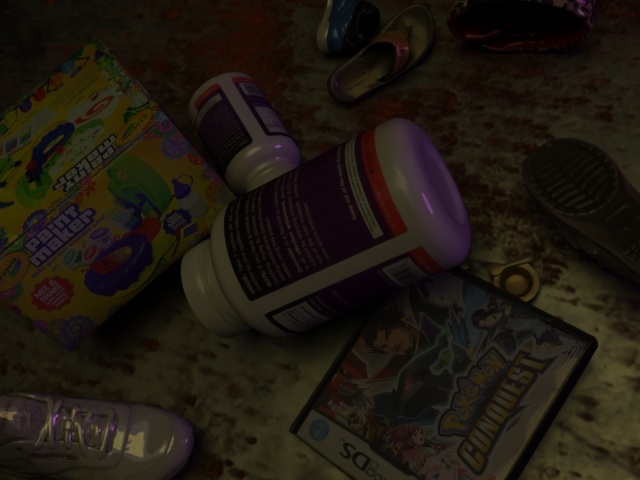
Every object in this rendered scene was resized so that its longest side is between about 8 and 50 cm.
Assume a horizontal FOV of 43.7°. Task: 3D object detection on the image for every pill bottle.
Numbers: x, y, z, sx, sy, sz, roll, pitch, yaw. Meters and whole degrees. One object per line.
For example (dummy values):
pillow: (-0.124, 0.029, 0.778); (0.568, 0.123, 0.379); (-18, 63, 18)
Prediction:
pill bottle: (-0.094, -0.126, 1.079); (0.108, 0.108, 0.193); (-32, 63, 2)
pill bottle: (0.000, 0.000, 0.938); (0.323, 0.181, 0.181); (-25, 63, 22)

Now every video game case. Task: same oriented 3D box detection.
video game case: (0.132, 0.170, 0.908); (0.248, 0.035, 0.274); (29, 81, 33)

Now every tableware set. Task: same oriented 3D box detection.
tableware set: (0.205, 0.094, 0.949); (0.141, 0.020, 0.168); (-14, 65, 11)

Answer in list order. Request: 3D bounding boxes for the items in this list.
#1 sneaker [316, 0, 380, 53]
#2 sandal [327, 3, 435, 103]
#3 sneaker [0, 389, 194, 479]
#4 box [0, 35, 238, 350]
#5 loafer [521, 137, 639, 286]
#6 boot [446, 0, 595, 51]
sneaker: (0.051, -0.341, 1.150); (0.085, 0.058, 0.152); (7, 75, 25)
sandal: (0.086, -0.255, 1.099); (0.180, 0.049, 0.072); (-38, 90, 1)
sneaker: (-0.307, 0.244, 0.965); (0.305, 0.152, 0.114); (-2, 63, 14)
box: (-0.309, -0.070, 1.040); (0.290, 0.177, 0.279); (-40, 44, -2)
loafer: (0.331, -0.020, 0.923); (0.102, 0.092, 0.268); (-33, 47, 0)
boot: (0.219, -0.413, 1.095); (0.378, 0.138, 0.284); (10, 72, 14)
